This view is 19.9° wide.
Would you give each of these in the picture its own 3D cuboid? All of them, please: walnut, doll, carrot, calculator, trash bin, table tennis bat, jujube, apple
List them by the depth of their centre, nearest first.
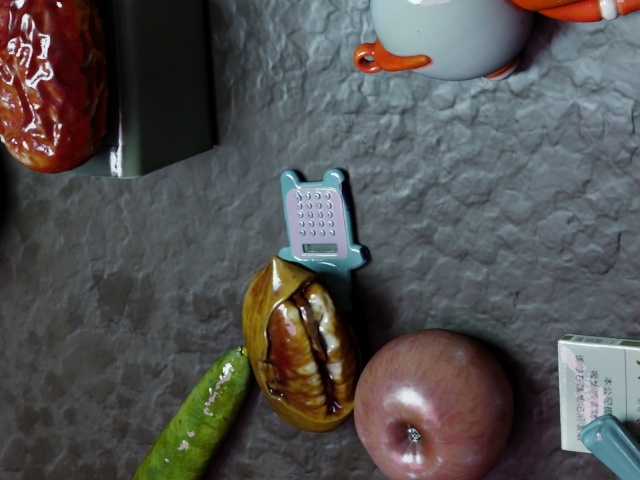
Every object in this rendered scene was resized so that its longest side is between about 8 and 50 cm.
[{"bbox_3d":[0.159,-0.223,1.533,0.336,0.105,0.200,-30,130,33],"label":"doll"},{"bbox_3d":[-0.242,-0.146,1.600,0.112,0.109,0.176,21,118,59],"label":"jujube"},{"bbox_3d":[0.325,0.246,1.623,0.244,0.040,0.153,45,128,-6],"label":"table tennis bat"},{"bbox_3d":[0.103,0.160,1.686,0.153,0.120,0.153,9,110,25],"label":"apple"},{"bbox_3d":[-0.188,-0.192,1.716,0.122,0.164,0.240,7,105,26],"label":"trash bin"},{"bbox_3d":[-0.017,0.096,1.724,0.116,0.116,0.207,5,127,28],"label":"walnut"},{"bbox_3d":[0.000,0.000,1.752,0.094,0.019,0.141,-1,105,26],"label":"calculator"},{"bbox_3d":[-0.155,0.246,1.885,0.074,0.074,0.358,36,118,15],"label":"carrot"}]

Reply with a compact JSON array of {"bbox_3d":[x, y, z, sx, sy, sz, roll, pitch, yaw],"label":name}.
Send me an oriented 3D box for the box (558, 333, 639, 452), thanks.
[{"bbox_3d":[0.308,0.144,1.623,0.198,0.029,0.109,4,108,28],"label":"box"}]
